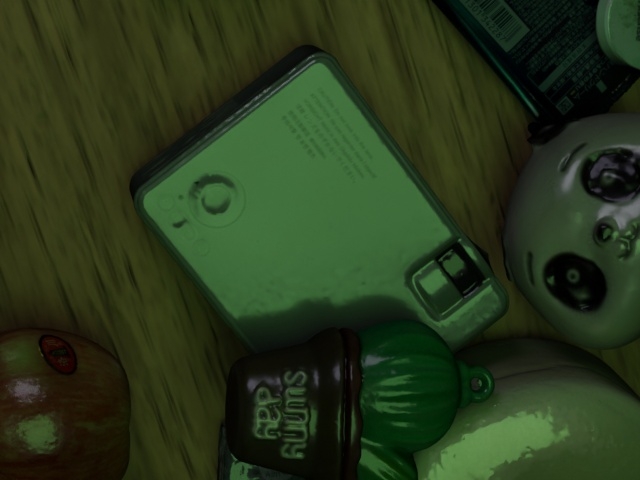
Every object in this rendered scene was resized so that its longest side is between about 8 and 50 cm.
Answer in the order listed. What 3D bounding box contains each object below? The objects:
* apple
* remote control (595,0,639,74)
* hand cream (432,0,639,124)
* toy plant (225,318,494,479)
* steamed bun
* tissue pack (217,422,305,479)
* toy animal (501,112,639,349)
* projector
[{"bbox_3d":[-0.206,0.139,1.448,0.131,0.146,0.146,-6,103,-18],"label":"apple"},{"bbox_3d":[0.331,-0.171,1.512,0.256,0.045,0.097,2,98,-18],"label":"remote control"},{"bbox_3d":[0.148,-0.196,1.480,0.120,0.061,0.270,-47,110,0],"label":"hand cream"},{"bbox_3d":[0.033,0.129,1.399,0.200,0.105,0.143,2,86,-11],"label":"toy plant"},{"bbox_3d":[0.151,0.173,1.509,0.241,0.146,0.164,-16,108,-6],"label":"steamed bun"},{"bbox_3d":[-0.029,0.227,1.540,0.112,0.051,0.156,2,101,-11],"label":"tissue pack"},{"bbox_3d":[0.257,0.001,1.481,0.235,0.165,0.187,20,95,-13],"label":"toy animal"},{"bbox_3d":[0.000,0.000,1.474,0.192,0.099,0.257,-38,105,1],"label":"projector"}]
